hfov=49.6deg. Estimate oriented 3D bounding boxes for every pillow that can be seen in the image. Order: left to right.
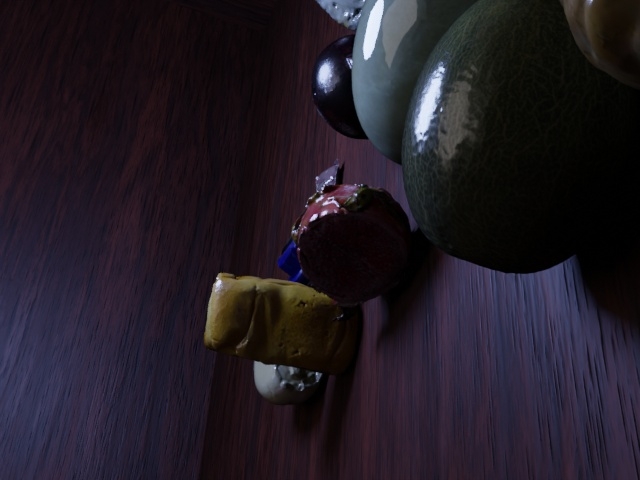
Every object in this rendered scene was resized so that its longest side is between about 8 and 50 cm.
[{"bbox_3d":[0.018,-0.107,1.712,0.118,0.043,0.185,-44,39,51],"label":"pillow"}]

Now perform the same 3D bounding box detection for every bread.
[{"bbox_3d":[-0.078,0.161,1.360,0.132,0.294,0.167,159,123,-76],"label":"bread"}]

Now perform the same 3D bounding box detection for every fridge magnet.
[{"bbox_3d":[0.000,0.000,1.478,0.265,0.112,0.265,-52,3,4],"label":"fridge magnet"}]

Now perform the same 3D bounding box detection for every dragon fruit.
[{"bbox_3d":[0.056,0.001,1.214,0.147,0.211,0.282,-75,-8,-50],"label":"dragon fruit"}]

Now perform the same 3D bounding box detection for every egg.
[{"bbox_3d":[0.173,-0.264,0.928,0.258,0.258,0.352,-105,29,-59],"label":"egg"}]

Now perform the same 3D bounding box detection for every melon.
[{"bbox_3d":[0.209,-0.118,0.725,0.237,0.237,0.302,-154,78,-74],"label":"melon"}]

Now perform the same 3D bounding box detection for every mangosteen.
[{"bbox_3d":[0.102,-0.318,1.350,0.250,0.211,0.211,-35,40,37],"label":"mangosteen"}]

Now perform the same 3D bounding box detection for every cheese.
[{"bbox_3d":[-0.063,0.236,1.552,0.233,0.127,0.266,135,143,-55],"label":"cheese"}]

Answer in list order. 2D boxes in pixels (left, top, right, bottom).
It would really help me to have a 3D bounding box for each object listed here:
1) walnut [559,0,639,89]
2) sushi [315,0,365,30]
[{"bbox_3d":[0.303,-0.199,0.414,0.296,0.285,0.285,108,170,-66],"label":"walnut"},{"bbox_3d":[0.120,-0.618,1.553,0.182,0.196,0.343,-37,-9,-42],"label":"sushi"}]
